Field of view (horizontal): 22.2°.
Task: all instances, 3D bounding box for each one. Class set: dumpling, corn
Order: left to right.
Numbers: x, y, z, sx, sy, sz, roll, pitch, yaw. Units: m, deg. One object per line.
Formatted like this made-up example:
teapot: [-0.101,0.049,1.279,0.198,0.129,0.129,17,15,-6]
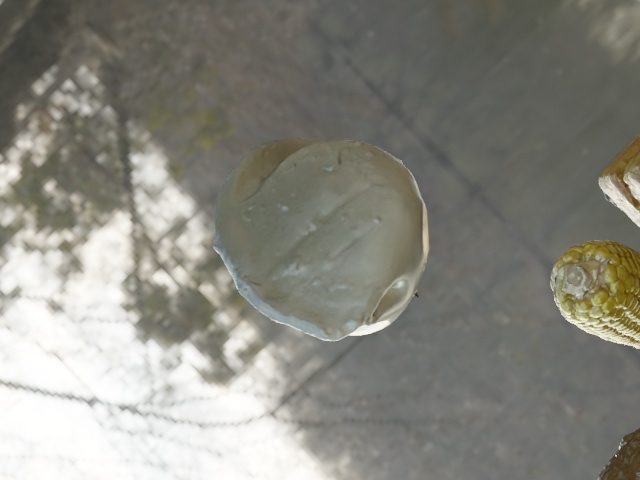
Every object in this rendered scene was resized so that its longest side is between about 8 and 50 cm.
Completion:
dumpling: [0.000,-0.001,1.097,0.092,0.150,0.176,62,-148,-63]
corn: [0.225,0.043,1.177,0.067,0.067,0.206,50,-164,29]

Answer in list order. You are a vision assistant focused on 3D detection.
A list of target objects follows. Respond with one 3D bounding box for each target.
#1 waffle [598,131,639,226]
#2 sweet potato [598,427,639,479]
waffle: [0.434,-0.103,1.520,0.224,0.327,0.098,44,166,-8]
sweet potato: [0.325,0.219,1.549,0.092,0.341,0.114,38,-173,-1]
